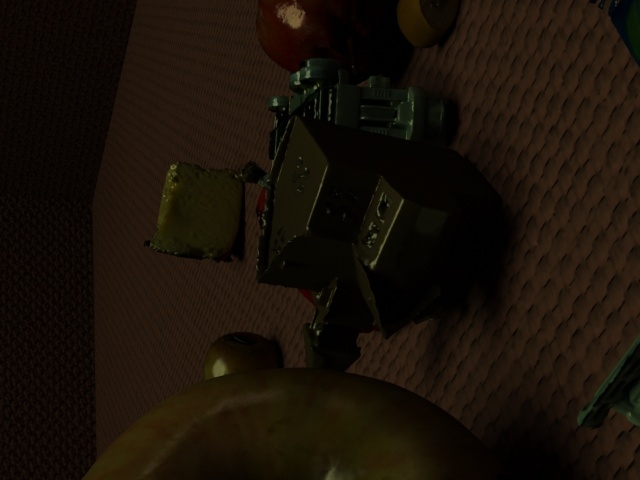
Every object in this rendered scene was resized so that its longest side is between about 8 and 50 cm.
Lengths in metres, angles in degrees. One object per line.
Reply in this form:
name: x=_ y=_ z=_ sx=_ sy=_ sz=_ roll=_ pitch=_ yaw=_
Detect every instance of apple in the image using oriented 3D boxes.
apple: x=-0.022 y=0.289 z=0.950 sx=0.391 sy=0.392 sz=0.346 roll=-108 pitch=13 yaw=-52
apple: x=-0.110 y=0.178 z=1.725 sx=0.114 sy=0.099 sz=0.101 roll=-138 pitch=52 yaw=-65

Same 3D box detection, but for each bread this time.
bread: x=0.106 y=-0.230 z=1.220 sx=0.103 sy=0.049 sz=0.062 roll=129 pitch=143 yaw=-64
bread: x=-0.202 y=-0.010 z=2.007 sx=0.169 sy=0.140 sz=0.160 roll=109 pitch=170 yaw=-49

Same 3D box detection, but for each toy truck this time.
toy truck: x=0.029 y=-0.107 z=1.296 sx=0.257 sy=0.140 sz=0.108 roll=156 pitch=117 yaw=-75

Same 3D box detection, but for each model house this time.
model house: x=0.036 y=0.045 z=1.128 sx=0.176 sy=0.181 sz=0.248 roll=-116 pitch=40 yaw=-60

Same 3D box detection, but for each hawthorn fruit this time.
hawthorn fruit: x=0.016 y=-0.225 z=1.340 sx=0.194 sy=0.157 sz=0.157 roll=-117 pitch=36 yaw=-53

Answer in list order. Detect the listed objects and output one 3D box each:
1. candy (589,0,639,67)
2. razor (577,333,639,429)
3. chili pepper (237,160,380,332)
candy: x=0.242 y=-0.118 z=0.699 sx=0.331 sy=0.077 sz=0.187 roll=-105 pitch=24 yaw=-43
razor: x=0.229 y=0.175 z=0.713 sx=0.111 sy=0.056 sz=0.277 roll=112 pitch=149 yaw=-47
chili pepper: x=0.000 y=0.000 z=1.416 sx=0.387 sy=0.110 sz=0.110 roll=-125 pitch=43 yaw=-59
